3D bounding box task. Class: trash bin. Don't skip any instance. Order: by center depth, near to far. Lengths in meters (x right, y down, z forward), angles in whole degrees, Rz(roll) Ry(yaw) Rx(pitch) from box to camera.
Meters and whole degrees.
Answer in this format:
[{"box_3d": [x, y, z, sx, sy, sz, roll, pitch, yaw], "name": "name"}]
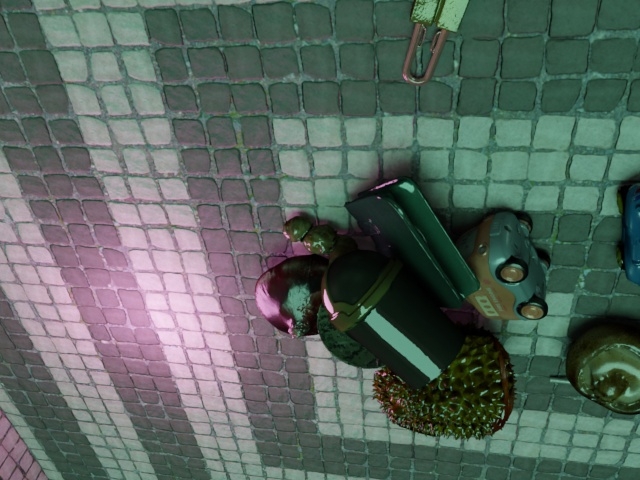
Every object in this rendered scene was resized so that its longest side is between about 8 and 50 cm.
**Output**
[{"box_3d": [0.147, 0.160, 1.338, 0.334, 0.214, 0.214, 44, 127, 2], "name": "trash bin"}]

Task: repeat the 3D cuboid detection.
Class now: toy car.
[{"box_3d": [0.759, 0.002, 1.290, 0.198, 0.166, 0.314, -4, 128, 20], "name": "toy car"}, {"box_3d": [0.420, 0.074, 1.423, 0.212, 0.181, 0.271, -15, 125, 35], "name": "toy car"}]

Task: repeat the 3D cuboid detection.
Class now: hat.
[{"box_3d": [0.129, 0.195, 1.521, 0.265, 0.128, 0.266, 2, 97, 12], "name": "hat"}]

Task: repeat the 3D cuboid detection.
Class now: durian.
[{"box_3d": [0.336, 0.371, 1.556, 0.347, 0.384, 0.348, 36, 136, 43], "name": "durian"}]

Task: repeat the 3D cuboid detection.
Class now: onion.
[{"box_3d": [-0.042, 0.170, 1.580, 0.271, 0.195, 0.272, -3, 138, -3], "name": "onion"}]

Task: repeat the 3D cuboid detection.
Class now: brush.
[{"box_3d": [0.216, -0.407, 1.159, 0.103, 0.047, 0.234, 15, 130, 1], "name": "brush"}]

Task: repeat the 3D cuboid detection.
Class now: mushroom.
[{"box_3d": [0.771, 0.331, 1.535, 0.252, 0.153, 0.253, 6, 107, 21], "name": "mushroom"}]

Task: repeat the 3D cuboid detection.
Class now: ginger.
[{"box_3d": [0.000, 0.000, 1.501, 0.204, 0.104, 0.080, 31, 145, 7], "name": "ginger"}]

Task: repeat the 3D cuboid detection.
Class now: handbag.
[{"box_3d": [0.209, 0.013, 1.374, 0.327, 0.089, 0.238, 54, 159, -10], "name": "handbag"}]

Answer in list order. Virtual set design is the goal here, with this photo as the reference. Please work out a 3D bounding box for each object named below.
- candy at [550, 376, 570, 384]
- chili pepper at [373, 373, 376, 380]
[{"box_3d": [0.834, 0.407, 1.648, 0.365, 0.124, 0.124, 2, 129, 26], "name": "candy"}, {"box_3d": [0.238, 0.377, 1.771, 0.100, 0.074, 0.257, 22, 125, -1], "name": "chili pepper"}]
